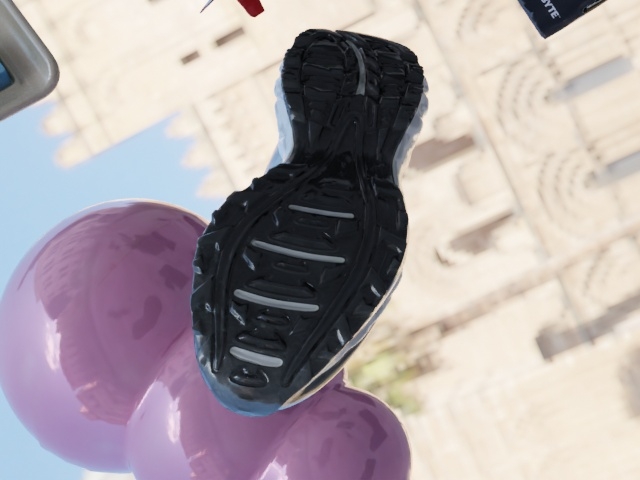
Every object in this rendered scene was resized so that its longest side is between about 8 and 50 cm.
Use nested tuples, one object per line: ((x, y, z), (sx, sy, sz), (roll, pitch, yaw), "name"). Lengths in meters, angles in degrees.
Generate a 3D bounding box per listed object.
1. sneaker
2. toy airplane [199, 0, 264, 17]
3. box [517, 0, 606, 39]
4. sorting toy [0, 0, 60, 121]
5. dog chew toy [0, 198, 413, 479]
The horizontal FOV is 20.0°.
((0.000, 0.000, 0.961), (0.271, 0.100, 0.108), (-69, -10, -49), "sneaker")
((-0.050, -0.234, 1.419), (0.151, 0.028, 0.151), (6, -102, -32), "toy airplane")
((0.270, -0.402, 1.825), (0.295, 0.293, 0.073), (55, -159, -5), "box")
((-0.332, -0.136, 1.432), (0.193, 0.208, 0.038), (51, 170, 36), "sorting toy")
((-0.075, 0.112, 1.312), (0.332, 0.206, 0.207), (32, -167, 20), "dog chew toy")
